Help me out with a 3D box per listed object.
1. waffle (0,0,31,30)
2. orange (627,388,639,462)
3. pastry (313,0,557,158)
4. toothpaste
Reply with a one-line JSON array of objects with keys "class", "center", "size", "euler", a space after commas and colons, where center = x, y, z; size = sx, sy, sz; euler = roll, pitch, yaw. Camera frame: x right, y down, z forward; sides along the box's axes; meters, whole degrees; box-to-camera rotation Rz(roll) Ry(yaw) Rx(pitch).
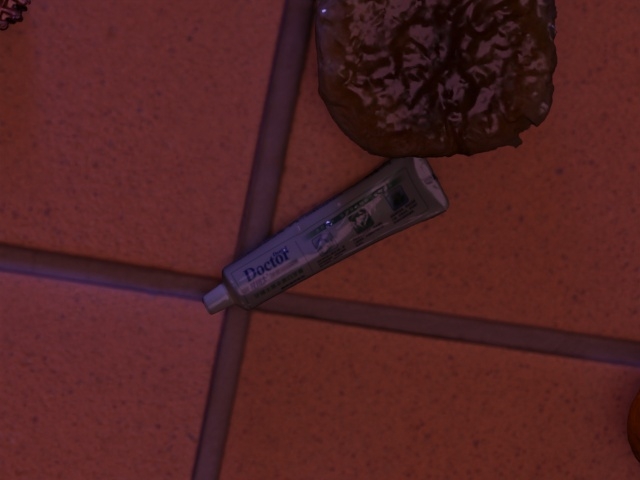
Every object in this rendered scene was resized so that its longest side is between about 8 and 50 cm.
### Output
[{"class": "waffle", "center": [-0.260, -0.198, 1.262], "size": [0.075, 0.029, 0.083], "euler": [-18, 106, -6]}, {"class": "orange", "center": [0.327, 0.159, 1.412], "size": [0.136, 0.117, 0.135], "euler": [2, 147, 1]}, {"class": "pastry", "center": [0.088, -0.155, 1.294], "size": [0.193, 0.093, 0.182], "euler": [-2, 110, -9]}, {"class": "toothpaste", "center": [0.000, 0.000, 1.360], "size": [0.218, 0.041, 0.064], "euler": [-30, 103, -3]}]
